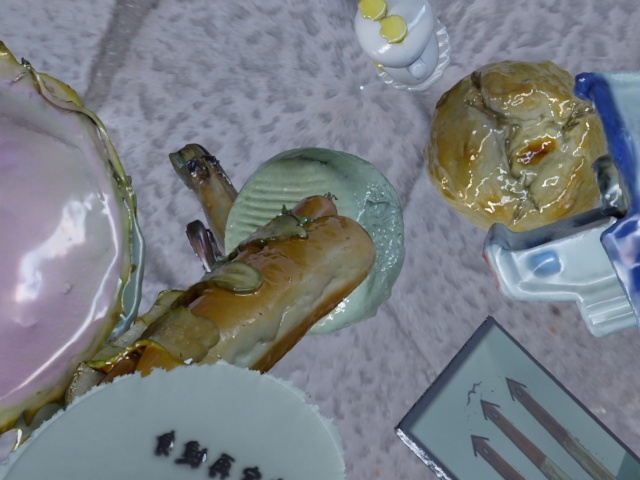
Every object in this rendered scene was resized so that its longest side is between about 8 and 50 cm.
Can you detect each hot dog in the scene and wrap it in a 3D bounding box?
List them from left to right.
[{"bbox_3d":[-0.052,0.043,0.653,0.109,0.269,0.072,-22,104,40],"label":"hot dog"}]

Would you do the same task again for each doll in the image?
[{"bbox_3d":[0.108,-0.272,1.425,0.119,0.293,0.138,-37,83,12],"label":"doll"}]

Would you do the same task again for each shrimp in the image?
[{"bbox_3d":[-0.120,0.003,1.310,0.058,0.173,0.253,-22,70,-29],"label":"shrimp"}]

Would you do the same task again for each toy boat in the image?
[{"bbox_3d":[0.166,0.042,0.541,0.115,0.114,0.262,-25,102,22],"label":"toy boat"}]

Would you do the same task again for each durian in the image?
[{"bbox_3d":[-0.205,0.001,0.676,0.195,0.185,0.305,-11,93,-30],"label":"durian"}]

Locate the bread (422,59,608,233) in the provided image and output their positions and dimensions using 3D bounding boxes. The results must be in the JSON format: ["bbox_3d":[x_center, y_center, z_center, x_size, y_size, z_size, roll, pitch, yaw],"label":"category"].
[{"bbox_3d":[0.247,-0.115,1.334,0.244,0.134,0.245,0,91,8],"label":"bread"}]

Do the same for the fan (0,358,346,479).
[{"bbox_3d":[-0.105,0.203,0.489,0.190,0.009,0.329,31,87,-31],"label":"fan"}]

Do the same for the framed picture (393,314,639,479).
[{"bbox_3d":[0.233,0.232,0.983,0.324,0.244,0.013,45,125,6],"label":"framed picture"}]

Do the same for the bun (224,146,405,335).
[{"bbox_3d":[-0.002,0.000,1.124,0.221,0.108,0.221,2,94,42],"label":"bun"}]
